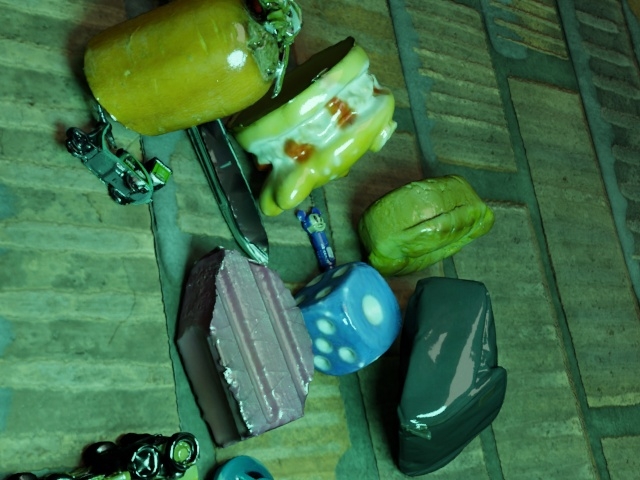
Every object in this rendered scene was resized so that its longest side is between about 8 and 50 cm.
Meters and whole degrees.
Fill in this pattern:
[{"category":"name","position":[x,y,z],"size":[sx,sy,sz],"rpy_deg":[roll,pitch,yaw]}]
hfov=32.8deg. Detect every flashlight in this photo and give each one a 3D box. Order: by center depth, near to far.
[{"category":"flashlight","position":[0.000,0.000,1.888],"size":[0.057,0.035,0.121],"rpy_deg":[-12,79,-47]}]

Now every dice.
[{"category":"dice","position":[0.037,0.127,1.785],"size":[0.143,0.146,0.146],"rpy_deg":[54,43,-12]}]

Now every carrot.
[{"category":"carrot","position":[-0.173,-0.285,1.690],"size":[0.214,0.331,0.193],"rpy_deg":[41,29,-69]}]

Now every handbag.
[{"category":"handbag","position":[0.216,0.241,1.785],"size":[0.177,0.302,0.275],"rpy_deg":[2,59,5]}]

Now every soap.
[{"category":"soap","position":[-0.118,0.149,1.650],"size":[0.182,0.112,0.289],"rpy_deg":[-14,81,-47]}]

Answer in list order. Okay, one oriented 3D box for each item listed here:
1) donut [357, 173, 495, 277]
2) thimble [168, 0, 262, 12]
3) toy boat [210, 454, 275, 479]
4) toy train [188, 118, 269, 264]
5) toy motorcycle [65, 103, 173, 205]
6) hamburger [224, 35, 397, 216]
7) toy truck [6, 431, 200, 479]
[{"category":"donut","position":[0.178,-0.024,1.950],"size":[0.261,0.208,0.128],"rpy_deg":[-8,67,-53]},{"category":"thimble","position":[-0.169,-0.439,1.844],"size":[0.189,0.163,0.125],"rpy_deg":[18,57,-45]},{"category":"toy boat","position":[-0.049,0.445,1.576],"size":[0.134,0.092,0.299],"rpy_deg":[-34,99,-52]},{"category":"toy train","position":[-0.146,-0.074,1.779],"size":[0.055,0.048,0.252],"rpy_deg":[-24,93,-37]},{"category":"toy motorcycle","position":[-0.309,-0.123,1.639],"size":[0.173,0.058,0.100],"rpy_deg":[41,40,-23]},{"category":"hamburger","position":[-0.012,-0.183,1.808],"size":[0.186,0.261,0.303],"rpy_deg":[56,45,-14]},{"category":"toy truck","position":[-0.279,0.330,1.408],"size":[0.257,0.127,0.127],"rpy_deg":[-8,91,-45]}]
